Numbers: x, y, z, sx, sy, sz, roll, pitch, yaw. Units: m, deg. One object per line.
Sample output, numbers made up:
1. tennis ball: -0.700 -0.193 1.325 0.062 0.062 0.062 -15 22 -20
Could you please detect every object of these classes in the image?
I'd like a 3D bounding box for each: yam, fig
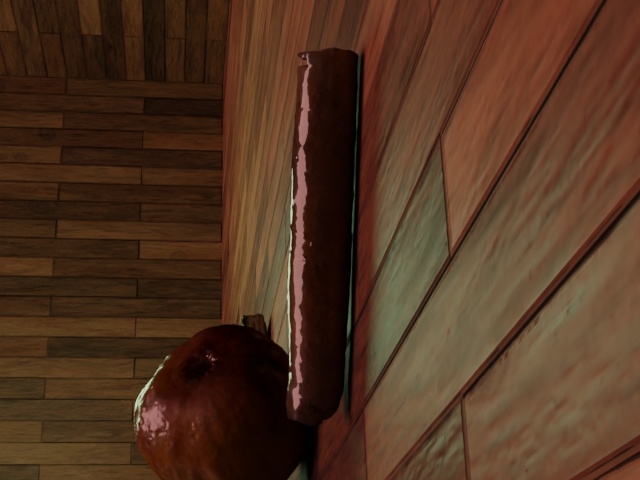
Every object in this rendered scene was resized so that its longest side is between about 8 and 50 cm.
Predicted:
1. yam: 0.000 0.000 0.786 0.046 0.046 0.264 -134 45 -80
2. fig: -0.086 0.202 1.059 0.159 0.159 0.257 -97 4 -49

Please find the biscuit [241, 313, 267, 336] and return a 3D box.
1. biscuit: -0.090 0.209 1.515 0.121 0.040 0.199 111 158 -64
